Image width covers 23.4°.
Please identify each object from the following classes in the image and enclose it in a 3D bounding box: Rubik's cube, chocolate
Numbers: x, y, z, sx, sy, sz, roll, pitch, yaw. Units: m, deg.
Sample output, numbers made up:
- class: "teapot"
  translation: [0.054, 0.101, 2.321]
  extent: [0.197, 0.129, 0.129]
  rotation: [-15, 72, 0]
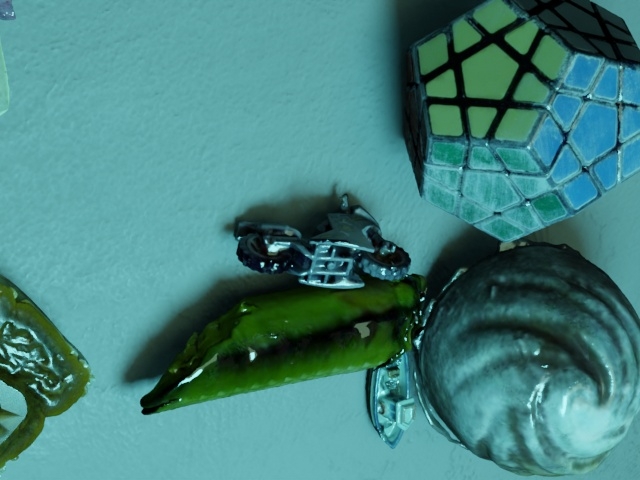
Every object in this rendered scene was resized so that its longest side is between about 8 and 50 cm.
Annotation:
- class: "Rubik's cube"
  translation: [0.240, -0.158, 1.842]
  extent: [0.319, 0.264, 0.319]
  rotation: [-11, 111, -30]
- class: "chocolate"
  translation: [0.280, 0.170, 1.915]
  extent: [0.303, 0.213, 0.303]
  rotation: [-4, 108, -13]

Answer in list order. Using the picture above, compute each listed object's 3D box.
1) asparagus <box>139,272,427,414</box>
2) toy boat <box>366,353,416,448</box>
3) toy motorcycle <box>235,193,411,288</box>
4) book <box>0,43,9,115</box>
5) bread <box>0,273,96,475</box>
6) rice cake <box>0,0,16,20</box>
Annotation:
- class: "asparagus"
  translation: [-0.043, 0.116, 1.847]
  extent: [0.381, 0.108, 0.128]
  rotation: [-10, 118, -29]
- class: "toy boat"
  translation: [0.095, 0.204, 1.990]
  extent: [0.059, 0.066, 0.140]
  rotation: [-11, 112, -33]
- class: "toy motorcycle"
  translation: [0.000, 0.000, 1.844]
  extent: [0.215, 0.122, 0.080]
  rotation: [3, 122, -20]
- class: "book"
  translation: [-0.433, -0.261, 1.460]
  extent: [0.239, 0.035, 0.352]
  rotation: [-17, 112, -28]
- class: "bread"
  translation: [-0.368, 0.138, 1.644]
  extent: [0.192, 0.110, 0.210]
  rotation: [-44, 124, -12]
- class: "rice cake"
  translation: [-0.430, -0.201, 1.529]
  extent: [0.290, 0.051, 0.081]
  rotation: [-29, 119, -22]
